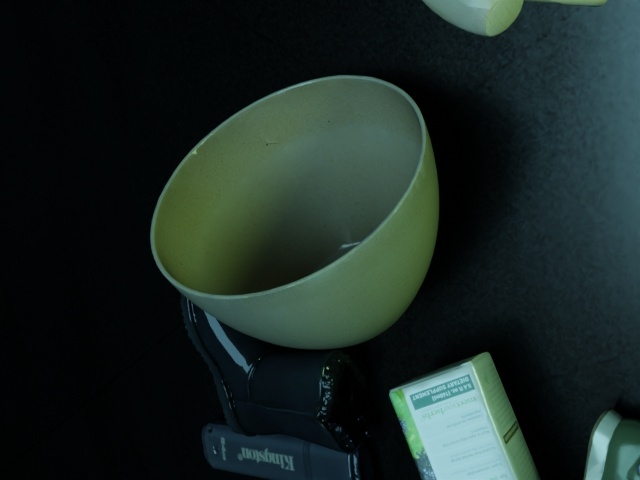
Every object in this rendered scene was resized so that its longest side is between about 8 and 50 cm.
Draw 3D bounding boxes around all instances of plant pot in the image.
[{"bbox_3d":[0.000,0.000,0.833,0.284,0.284,0.191,8,145,36],"label":"plant pot"}]

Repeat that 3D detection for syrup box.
[{"bbox_3d":[0.164,0.242,0.834,0.093,0.096,0.237,-24,81,20],"label":"syrup box"}]

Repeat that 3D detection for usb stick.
[{"bbox_3d":[-0.050,0.283,1.085,0.278,0.045,0.077,-2,105,39],"label":"usb stick"}]

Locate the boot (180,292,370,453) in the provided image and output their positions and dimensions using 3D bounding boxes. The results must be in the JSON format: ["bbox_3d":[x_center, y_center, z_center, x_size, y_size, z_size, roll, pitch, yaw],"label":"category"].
[{"bbox_3d":[-0.050,0.137,1.001,0.207,0.094,0.247,-6,106,42],"label":"boot"}]

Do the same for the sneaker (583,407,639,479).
[{"bbox_3d":[0.298,0.262,0.788,0.086,0.064,0.192,15,110,39],"label":"sneaker"}]

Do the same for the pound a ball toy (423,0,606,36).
[{"bbox_3d":[0.172,-0.263,0.540,0.135,0.319,0.208,42,127,20],"label":"pound a ball toy"}]
